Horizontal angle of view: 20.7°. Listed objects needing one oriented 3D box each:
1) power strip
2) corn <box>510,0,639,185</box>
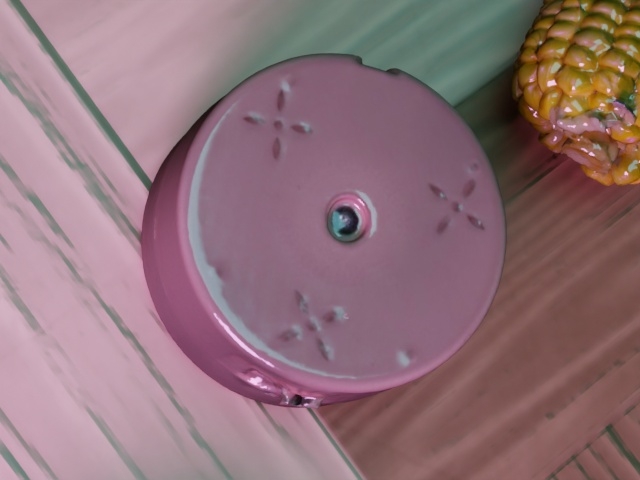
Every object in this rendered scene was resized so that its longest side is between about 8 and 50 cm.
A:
[{"bbox_3d":[0.000,0.000,0.774,0.154,0.078,0.154,3,80,-19],"label":"power strip"},{"bbox_3d":[0.172,-0.161,0.855,0.101,0.101,0.292,24,69,-11],"label":"corn"}]
